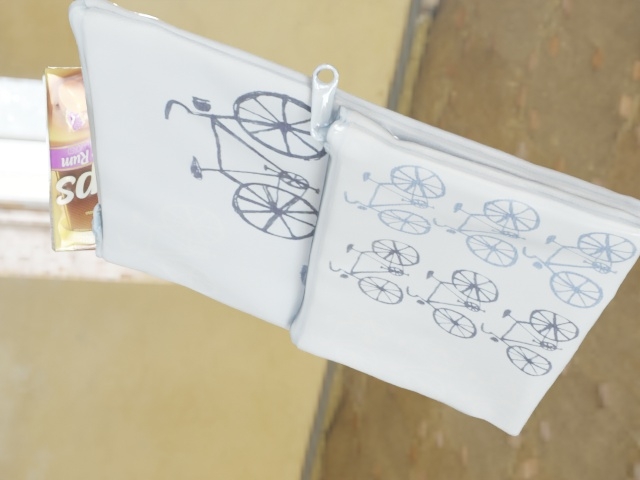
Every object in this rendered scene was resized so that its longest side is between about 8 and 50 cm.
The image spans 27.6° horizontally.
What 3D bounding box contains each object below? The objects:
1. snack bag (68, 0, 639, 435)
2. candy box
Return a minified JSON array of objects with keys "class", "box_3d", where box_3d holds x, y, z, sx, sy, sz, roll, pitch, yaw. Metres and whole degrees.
[{"class":"snack bag","box_3d":[0.000,0.000,0.806,0.323,0.343,0.037,103,11,-63]},{"class":"candy box","box_3d":[-0.224,-0.084,1.333,0.053,0.109,0.186,-173,-101,-74]}]
